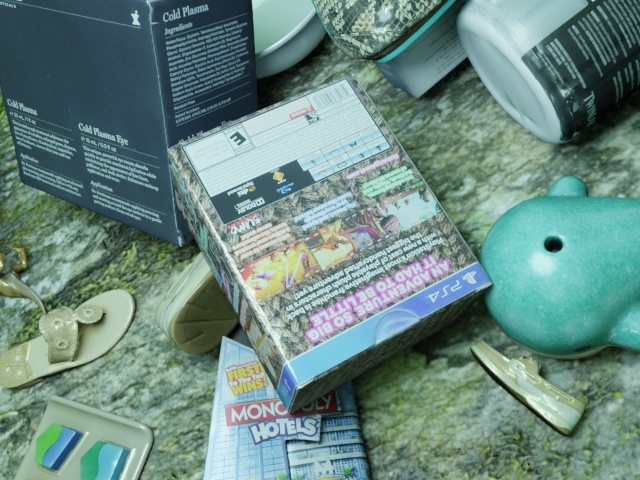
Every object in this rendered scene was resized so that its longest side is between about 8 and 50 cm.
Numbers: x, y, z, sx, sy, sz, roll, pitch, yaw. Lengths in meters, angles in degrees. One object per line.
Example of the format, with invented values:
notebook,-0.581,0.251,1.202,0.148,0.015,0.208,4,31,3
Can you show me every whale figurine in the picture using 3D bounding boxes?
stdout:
whale figurine,0.297,0.010,0.765,0.272,0.141,0.216,-23,60,13

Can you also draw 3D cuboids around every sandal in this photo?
sandal,-0.380,0.142,1.045,0.240,0.079,0.088,-30,66,10

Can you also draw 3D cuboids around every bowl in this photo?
bowl,-0.086,-0.354,1.109,0.297,0.134,0.298,-9,64,20

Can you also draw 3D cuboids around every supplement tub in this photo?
supplement tub,0.344,-0.286,0.840,0.338,0.207,0.207,-38,58,4

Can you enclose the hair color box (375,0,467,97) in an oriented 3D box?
hair color box,0.073,-0.384,0.907,0.185,0.374,0.113,-40,28,3

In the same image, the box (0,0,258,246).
box,-0.266,-0.206,1.000,0.343,0.313,0.179,20,37,30

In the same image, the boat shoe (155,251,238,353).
boat shoe,-0.097,0.012,0.965,0.302,0.109,0.098,-48,33,-13

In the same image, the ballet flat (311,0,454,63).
ballet flat,0.184,-0.392,0.775,0.482,0.182,0.164,-36,28,8

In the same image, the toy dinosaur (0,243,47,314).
toy dinosaur,-0.487,0.067,1.157,0.211,0.064,0.112,11,104,23

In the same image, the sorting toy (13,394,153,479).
sorting toy,-0.334,0.324,0.971,0.193,0.038,0.208,9,72,27

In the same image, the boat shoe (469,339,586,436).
boat shoe,0.223,0.150,0.793,0.135,0.050,0.045,41,84,23

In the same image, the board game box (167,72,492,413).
board game box,0.000,0.000,0.819,0.232,0.141,0.291,-25,72,-16

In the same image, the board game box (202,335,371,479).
board game box,-0.050,0.201,0.838,0.194,0.060,0.194,-7,63,-9

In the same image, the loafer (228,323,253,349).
loafer,-0.093,0.165,0.919,0.062,0.061,0.170,-21,60,16
